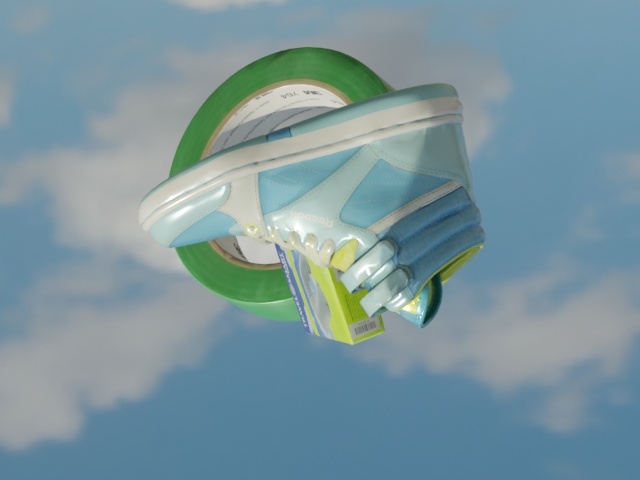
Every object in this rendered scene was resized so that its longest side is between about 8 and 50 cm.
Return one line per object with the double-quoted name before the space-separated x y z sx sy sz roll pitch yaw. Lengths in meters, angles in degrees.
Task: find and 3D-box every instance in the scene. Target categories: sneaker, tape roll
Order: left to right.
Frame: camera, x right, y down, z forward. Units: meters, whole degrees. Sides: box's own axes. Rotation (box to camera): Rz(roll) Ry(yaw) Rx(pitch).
"tape roll" -0.029 -0.067 2.244 0.321 0.321 0.077 8 166 34
"sneaker" 0.000 0.000 1.724 0.319 0.208 0.127 -19 176 16

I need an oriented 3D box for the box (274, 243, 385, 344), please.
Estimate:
"box" 0.005 0.042 1.922 0.042 0.109 0.178 -21 -173 -16
